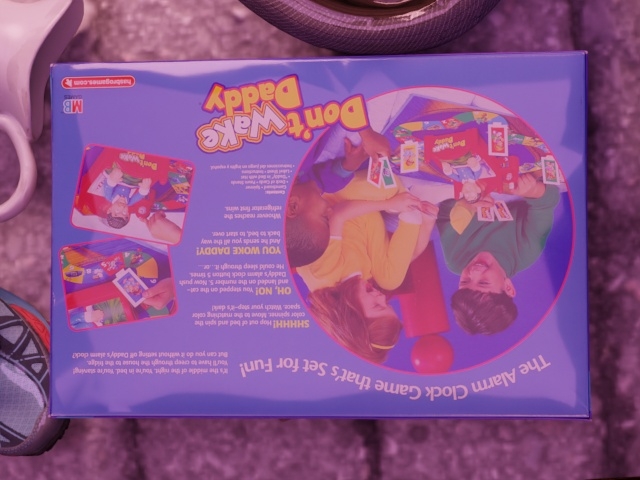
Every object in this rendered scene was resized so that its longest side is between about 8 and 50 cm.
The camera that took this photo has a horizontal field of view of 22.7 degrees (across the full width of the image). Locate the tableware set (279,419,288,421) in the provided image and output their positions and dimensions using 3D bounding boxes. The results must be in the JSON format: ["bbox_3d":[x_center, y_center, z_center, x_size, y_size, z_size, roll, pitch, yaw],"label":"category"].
[{"bbox_3d":[-0.008,0.031,1.095,0.141,0.020,0.168,-35,84,3],"label":"tableware set"}]

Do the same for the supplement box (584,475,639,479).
[{"bbox_3d":[0.262,0.212,0.966,0.191,0.194,0.129,-5,87,7],"label":"supplement box"}]

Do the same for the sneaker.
[{"bbox_3d":[-0.277,0.048,1.074,0.104,0.125,0.262,-44,83,8],"label":"sneaker"}]

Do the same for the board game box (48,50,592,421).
[{"bbox_3d":[0.000,0.000,1.046,0.347,0.078,0.233,0,87,7],"label":"board game box"}]

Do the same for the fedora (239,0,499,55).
[{"bbox_3d":[0.024,-0.255,1.048,0.244,0.124,0.275,-39,93,6],"label":"fedora"}]

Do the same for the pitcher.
[{"bbox_3d":[-0.280,-0.112,1.081,0.207,0.125,0.177,11,82,-2],"label":"pitcher"}]
